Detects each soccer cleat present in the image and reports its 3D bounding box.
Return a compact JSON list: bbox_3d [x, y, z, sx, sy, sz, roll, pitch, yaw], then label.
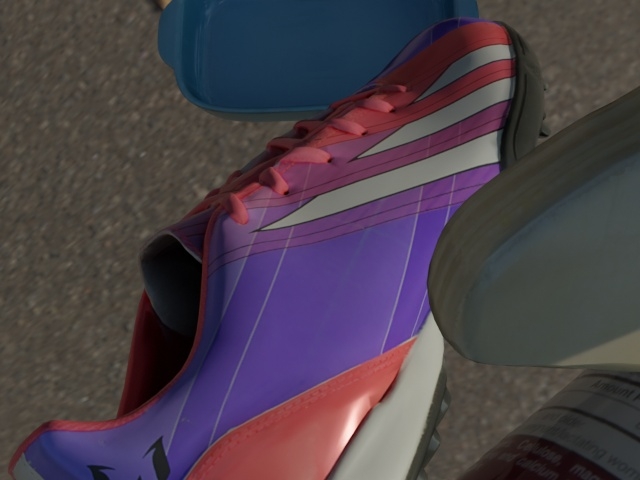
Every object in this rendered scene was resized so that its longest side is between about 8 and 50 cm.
[{"bbox_3d":[0.000,0.000,0.570,0.116,0.108,0.318,32,47,-8],"label":"soccer cleat"}]

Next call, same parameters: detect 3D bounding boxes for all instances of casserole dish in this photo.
[{"bbox_3d":[-0.001,-0.119,0.908,0.188,0.037,0.114,-2,65,4],"label":"casserole dish"}]

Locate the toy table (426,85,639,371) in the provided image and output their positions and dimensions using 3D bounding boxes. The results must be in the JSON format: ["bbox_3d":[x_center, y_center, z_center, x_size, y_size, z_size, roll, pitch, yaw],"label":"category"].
[{"bbox_3d":[0.159,-0.038,0.312,0.252,0.161,0.274,9,27,-2],"label":"toy table"}]

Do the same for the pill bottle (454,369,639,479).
[{"bbox_3d":[0.163,0.175,0.723,0.392,0.224,0.224,-37,95,-16],"label":"pill bottle"}]
